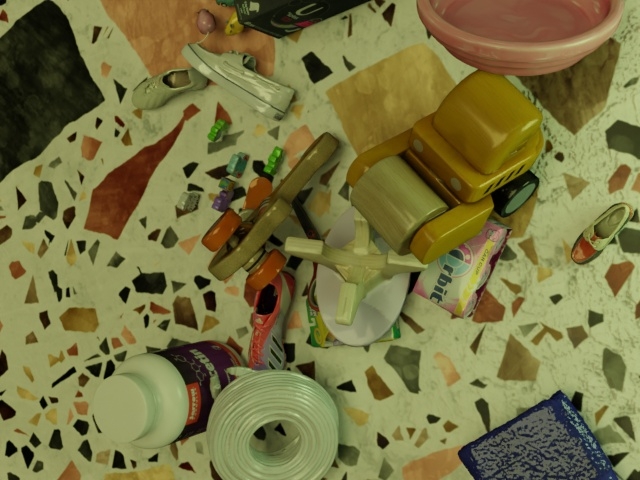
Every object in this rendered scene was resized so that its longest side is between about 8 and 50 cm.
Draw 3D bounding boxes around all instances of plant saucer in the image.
[{"bbox_3d":[0.323,-0.373,1.572,0.332,0.332,0.084,23,138,25],"label":"plant saucer"}]

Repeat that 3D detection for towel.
[{"bbox_3d":[0.406,0.440,1.643,0.228,0.076,0.308,-33,81,15],"label":"towel"}]

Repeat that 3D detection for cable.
[{"bbox_3d":[-0.088,0.368,1.817,0.257,0.089,0.257,1,108,-10],"label":"cable"}]

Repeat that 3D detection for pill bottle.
[{"bbox_3d":[-0.288,0.300,1.858,0.182,0.323,0.181,1,92,27],"label":"pill bottle"}]

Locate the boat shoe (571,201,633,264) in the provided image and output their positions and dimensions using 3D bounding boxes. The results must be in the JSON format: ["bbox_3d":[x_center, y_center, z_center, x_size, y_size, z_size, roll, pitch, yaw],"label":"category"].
[{"bbox_3d":[0.475,-0.011,1.620,0.049,0.043,0.137,48,112,16],"label":"boat shoe"}]

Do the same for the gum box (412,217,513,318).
[{"bbox_3d":[0.254,0.040,1.721,0.107,0.062,0.188,28,103,23],"label":"gum box"}]

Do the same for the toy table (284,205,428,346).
[{"bbox_3d":[0.073,0.044,1.718,0.252,0.161,0.274,-4,74,9],"label":"toy table"}]

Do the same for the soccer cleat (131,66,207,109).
[{"bbox_3d":[-0.327,-0.325,1.999,0.196,0.076,0.068,-14,85,27],"label":"soccer cleat"}]

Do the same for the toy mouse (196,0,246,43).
[{"bbox_3d":[-0.207,-0.470,1.933,0.161,0.031,0.143,-38,64,-5],"label":"toy mouse"}]

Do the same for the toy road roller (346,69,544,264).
[{"bbox_3d":[0.224,-0.141,1.578,0.202,0.330,0.240,49,151,22],"label":"toy road roller"}]

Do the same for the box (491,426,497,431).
[{"bbox_3d":[0.316,0.391,1.725,0.067,0.018,0.083,42,109,20],"label":"box"}]

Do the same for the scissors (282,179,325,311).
[{"bbox_3d":[0.000,0.000,1.856,0.109,0.021,0.297,-22,69,24],"label":"scissors"}]

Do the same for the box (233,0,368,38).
[{"bbox_3d":[-0.020,-0.502,1.788,0.271,0.165,0.143,-17,83,27],"label":"box"}]

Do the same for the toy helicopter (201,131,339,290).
[{"bbox_3d":[-0.088,-0.064,1.815,0.140,0.235,0.355,42,75,-9],"label":"toy helicopter"}]

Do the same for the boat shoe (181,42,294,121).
[{"bbox_3d":[-0.162,-0.338,1.916,0.258,0.095,0.084,35,102,11],"label":"boat shoe"}]

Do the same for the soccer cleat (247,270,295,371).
[{"bbox_3d":[-0.109,0.179,1.892,0.083,0.095,0.247,16,98,26],"label":"soccer cleat"}]

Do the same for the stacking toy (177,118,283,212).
[{"bbox_3d":[-0.182,-0.120,1.950,0.167,0.052,0.221,29,102,21],"label":"stacking toy"}]

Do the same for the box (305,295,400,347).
[{"bbox_3d":[0.060,0.149,1.836,0.179,0.043,0.105,-8,88,24],"label":"box"}]
